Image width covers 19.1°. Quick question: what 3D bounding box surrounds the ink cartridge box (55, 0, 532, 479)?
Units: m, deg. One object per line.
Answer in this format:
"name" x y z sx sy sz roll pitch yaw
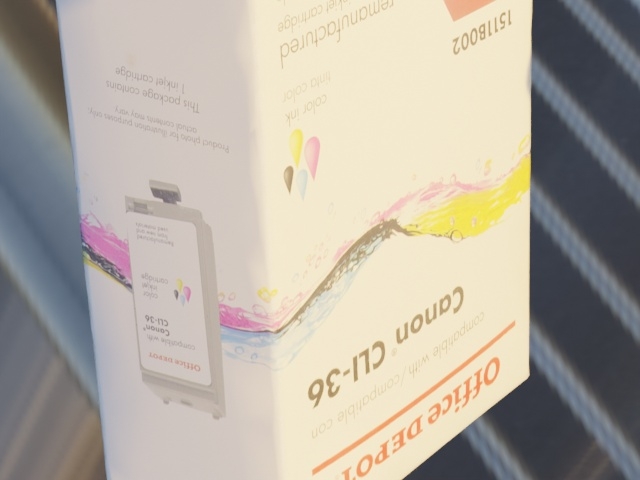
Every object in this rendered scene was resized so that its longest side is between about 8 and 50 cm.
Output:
"ink cartridge box" 0.000 0.000 0.495 0.067 0.115 0.198 17 122 34
